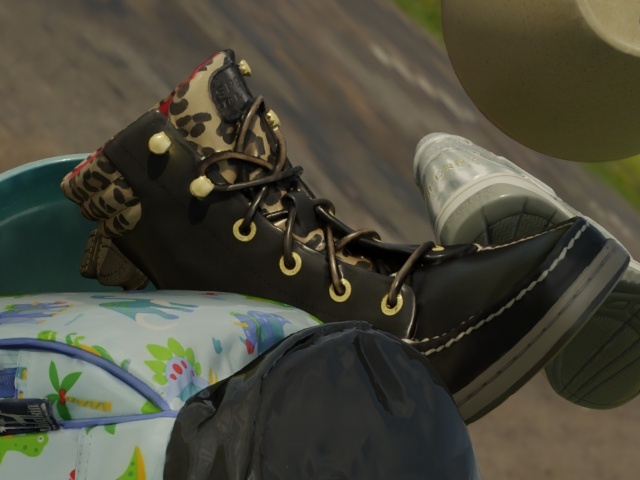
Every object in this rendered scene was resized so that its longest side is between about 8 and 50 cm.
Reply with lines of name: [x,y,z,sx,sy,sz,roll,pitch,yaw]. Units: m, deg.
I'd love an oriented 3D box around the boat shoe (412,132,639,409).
boat shoe: [0.174,0.026,1.471,0.320,0.118,0.103,37,17,-45]

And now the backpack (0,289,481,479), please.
backpack: [-0.135,0.133,1.034,0.290,0.355,0.273,-13,82,-64]

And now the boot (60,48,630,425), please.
boot: [0.000,0.000,1.317,0.284,0.377,0.138,52,52,-7]

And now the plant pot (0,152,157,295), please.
plant pot: [-0.194,0.107,1.692,0.271,0.272,0.255,54,-27,38]

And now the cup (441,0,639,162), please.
cup: [0.312,-0.255,2.034,0.331,0.331,0.237,47,-8,-4]

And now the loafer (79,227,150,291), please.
loafer: [-0.152,0.012,1.543,0.050,0.056,0.148,13,-1,-18]
